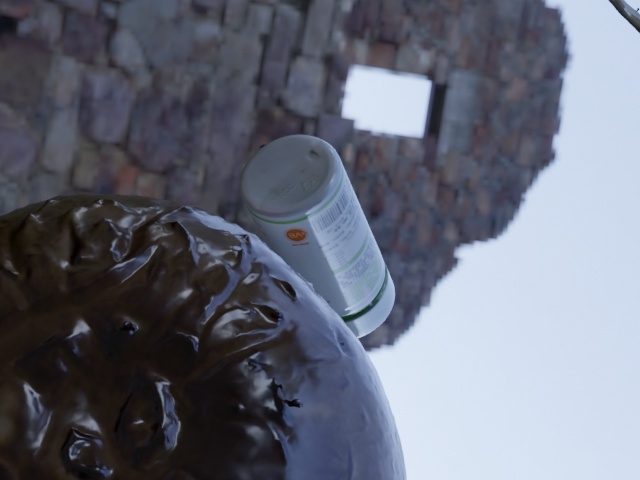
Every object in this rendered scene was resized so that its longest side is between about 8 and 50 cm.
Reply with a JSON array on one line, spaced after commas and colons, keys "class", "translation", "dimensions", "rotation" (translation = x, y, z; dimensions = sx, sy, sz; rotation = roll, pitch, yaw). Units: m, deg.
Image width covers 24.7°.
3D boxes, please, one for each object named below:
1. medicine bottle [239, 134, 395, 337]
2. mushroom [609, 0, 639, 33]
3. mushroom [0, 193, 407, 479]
[{"class": "medicine bottle", "translation": [0.000, 0.000, 1.215], "dimensions": [0.183, 0.086, 0.086], "rotation": [65, 14, -49]}, {"class": "mushroom", "translation": [0.246, -0.106, 0.959], "dimensions": [0.026, 0.286, 0.028], "rotation": [-32, -152, 30]}, {"class": "mushroom", "translation": [-0.104, 0.112, 0.700], "dimensions": [0.163, 0.297, 0.278], "rotation": [72, 40, -78]}]
